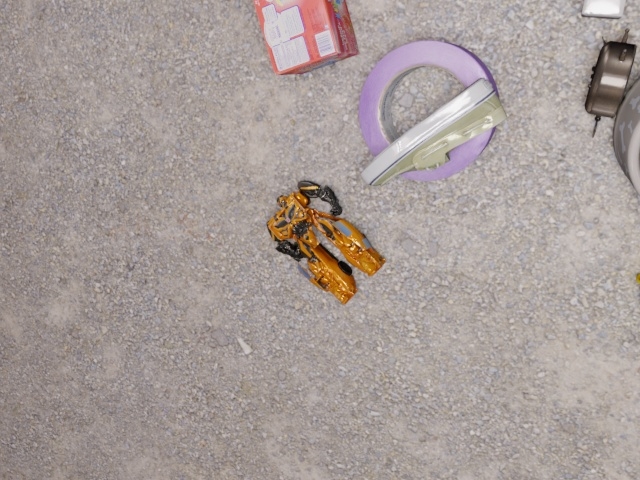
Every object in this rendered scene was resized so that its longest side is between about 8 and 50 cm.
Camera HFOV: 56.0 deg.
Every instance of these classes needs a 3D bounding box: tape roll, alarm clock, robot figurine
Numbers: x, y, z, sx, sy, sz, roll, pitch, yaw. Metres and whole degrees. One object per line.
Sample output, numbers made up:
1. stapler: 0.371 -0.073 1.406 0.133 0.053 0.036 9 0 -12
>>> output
1. tape roll: 0.221 -0.264 1.233 0.274 0.090 0.275 7 108 21
2. alarm clock: 0.516 -0.273 1.091 0.064 0.129 0.192 13 131 20
3. robot figurine: 0.000 0.000 1.406 0.291 0.085 0.211 43 116 5

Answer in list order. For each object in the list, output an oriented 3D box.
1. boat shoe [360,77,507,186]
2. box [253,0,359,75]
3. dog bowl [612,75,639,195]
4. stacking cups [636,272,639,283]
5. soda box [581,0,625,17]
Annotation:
1. boat shoe: 0.212 -0.184 1.153 0.302 0.109 0.094 -35 92 24
2. box: -0.046 -0.507 1.240 0.154 0.142 0.300 -13 100 25
3. dog bowl: 0.684 -0.167 1.009 0.348 0.102 0.349 12 127 16
4. stacking cups: 0.693 0.212 1.190 0.096 0.096 0.316 -8 107 24
5. soda box: 0.513 -0.502 1.047 0.069 0.074 0.216 12 110 19
